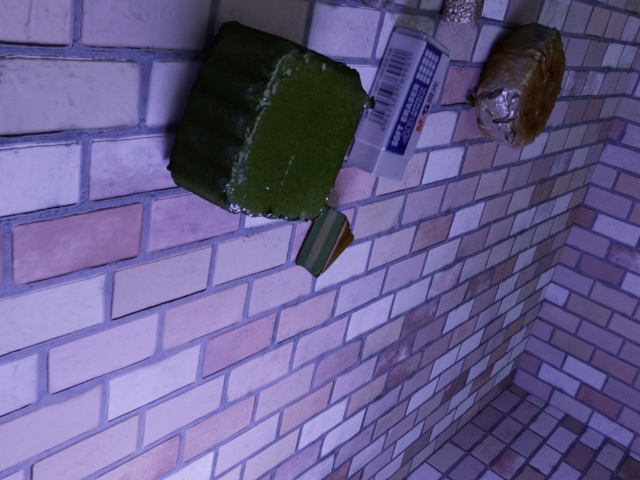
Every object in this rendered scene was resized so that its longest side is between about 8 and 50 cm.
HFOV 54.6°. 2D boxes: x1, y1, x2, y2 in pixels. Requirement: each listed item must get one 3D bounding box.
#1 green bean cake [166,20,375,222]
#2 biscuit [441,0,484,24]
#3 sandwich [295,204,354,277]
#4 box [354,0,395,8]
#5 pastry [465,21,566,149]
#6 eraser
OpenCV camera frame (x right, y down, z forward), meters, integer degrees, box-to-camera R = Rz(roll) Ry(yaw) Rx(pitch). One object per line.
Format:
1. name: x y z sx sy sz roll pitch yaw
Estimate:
1. green bean cake: -0.073 -0.164 0.911 0.247 0.156 0.250 3 111 -54
2. biscuit: 0.299 -0.520 1.248 0.082 0.070 0.169 -29 134 -53
3. sandwich: 0.000 0.000 1.213 0.116 0.074 0.074 -48 147 -19
4. box: 0.077 -0.410 0.990 0.045 0.098 0.062 -17 129 -35
5. pastry: 0.509 -0.382 1.577 0.329 0.136 0.330 -33 137 -38
6. eraser: 0.154 -0.263 1.222 0.124 0.081 0.279 3 111 -56
